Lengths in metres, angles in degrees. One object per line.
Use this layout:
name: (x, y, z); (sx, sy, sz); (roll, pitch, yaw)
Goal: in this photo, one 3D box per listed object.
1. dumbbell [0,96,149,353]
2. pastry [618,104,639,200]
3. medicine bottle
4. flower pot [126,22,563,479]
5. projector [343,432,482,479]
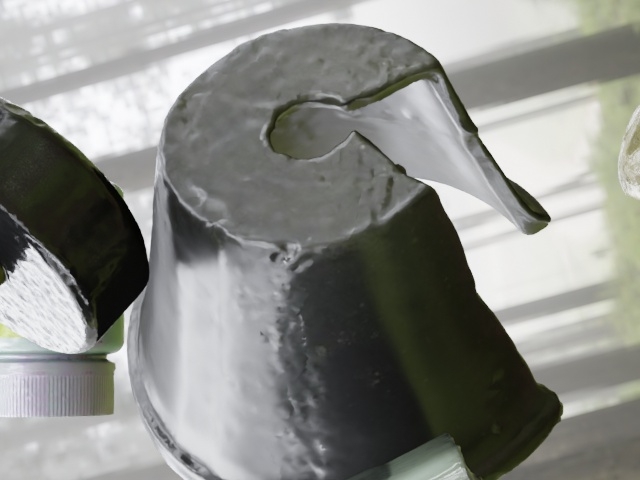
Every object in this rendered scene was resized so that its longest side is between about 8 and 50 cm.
dumbbell: (-0.285, 0.071, 1.121); (0.203, 0.322, 0.204); (31, 152, 18)
pastry: (0.325, -0.058, 1.424); (0.166, 0.166, 0.088); (-81, 12, -79)
medicine bottle: (-0.255, 0.053, 1.605); (0.139, 0.139, 0.225); (33, -124, -83)
flower pot: (0.000, 0.000, 1.278); (0.251, 0.379, 0.379); (74, -176, -51)
projector: (0.030, 0.291, 1.082); (0.249, 0.249, 0.248); (64, 180, 3)
